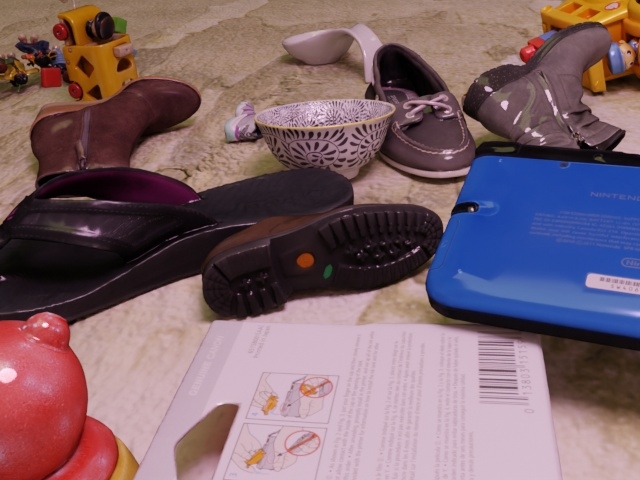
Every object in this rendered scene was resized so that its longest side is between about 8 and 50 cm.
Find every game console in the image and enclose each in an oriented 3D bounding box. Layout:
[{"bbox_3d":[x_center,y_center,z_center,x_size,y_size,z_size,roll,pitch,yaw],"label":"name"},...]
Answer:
[{"bbox_3d":[0.262,0.024,0.592,0.293,0.173,0.250,8,49,26],"label":"game console"}]

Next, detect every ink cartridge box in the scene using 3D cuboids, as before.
[{"bbox_3d":[0.017,0.146,0.443,0.239,0.060,0.275,-1,28,11],"label":"ink cartridge box"}]

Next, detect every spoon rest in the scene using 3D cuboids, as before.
[{"bbox_3d":[0.031,-0.356,1.366,0.137,0.084,0.276,-20,31,-24],"label":"spoon rest"}]

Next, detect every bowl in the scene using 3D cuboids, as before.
[{"bbox_3d":[0.007,-0.117,0.913,0.170,0.080,0.170,-4,21,1],"label":"bowl"}]

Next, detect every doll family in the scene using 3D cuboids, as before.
[{"bbox_3d":[-0.554,-0.339,1.447,0.193,0.076,0.111,-24,50,-26],"label":"doll family"}]

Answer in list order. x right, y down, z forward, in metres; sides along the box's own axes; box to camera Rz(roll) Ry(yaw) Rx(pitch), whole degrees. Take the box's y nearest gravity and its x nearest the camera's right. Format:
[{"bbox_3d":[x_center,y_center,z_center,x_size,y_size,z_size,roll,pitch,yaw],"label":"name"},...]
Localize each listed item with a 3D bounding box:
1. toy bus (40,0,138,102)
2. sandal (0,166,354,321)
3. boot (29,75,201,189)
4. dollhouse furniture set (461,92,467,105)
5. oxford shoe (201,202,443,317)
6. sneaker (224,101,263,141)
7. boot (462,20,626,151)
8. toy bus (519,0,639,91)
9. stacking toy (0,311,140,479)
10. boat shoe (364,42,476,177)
[{"bbox_3d":[-0.365,-0.314,1.268,0.104,0.190,0.202,8,-13,24],"label":"toy bus"},{"bbox_3d":[-0.181,-0.026,0.759,0.446,0.107,0.167,-17,29,-20],"label":"sandal"},{"bbox_3d":[-0.275,-0.141,1.055,0.249,0.090,0.207,-12,40,-13],"label":"boot"},{"bbox_3d":[0.277,-0.219,1.079,0.076,0.058,0.152,-28,35,-36],"label":"dollhouse furniture set"},{"bbox_3d":[0.000,0.000,0.702,0.227,0.082,0.096,-9,23,-8],"label":"oxford shoe"},{"bbox_3d":[-0.093,-0.172,1.097,0.069,0.038,0.098,2,38,13],"label":"sneaker"},{"bbox_3d":[0.307,-0.164,0.919,0.247,0.083,0.161,-31,62,-23],"label":"boot"},{"bbox_3d":[0.415,-0.288,1.111,0.211,0.149,0.220,-25,33,-7],"label":"toy bus"},{"bbox_3d":[-0.294,0.131,0.430,0.309,0.130,0.280,-27,28,-36],"label":"stacking toy"},{"bbox_3d":[0.118,-0.180,0.999,0.112,0.095,0.335,-9,28,-4],"label":"boat shoe"}]
